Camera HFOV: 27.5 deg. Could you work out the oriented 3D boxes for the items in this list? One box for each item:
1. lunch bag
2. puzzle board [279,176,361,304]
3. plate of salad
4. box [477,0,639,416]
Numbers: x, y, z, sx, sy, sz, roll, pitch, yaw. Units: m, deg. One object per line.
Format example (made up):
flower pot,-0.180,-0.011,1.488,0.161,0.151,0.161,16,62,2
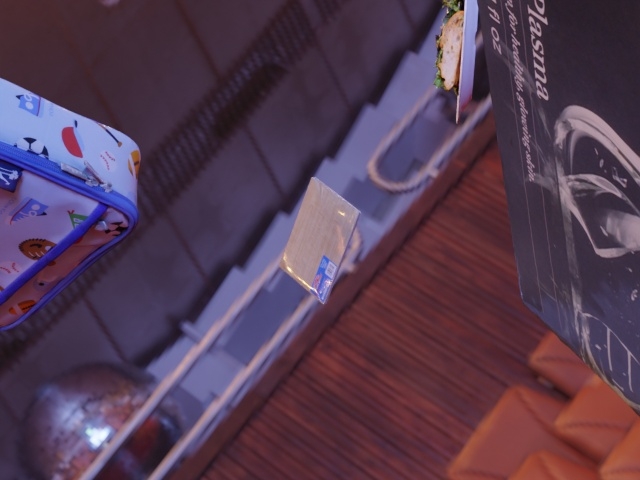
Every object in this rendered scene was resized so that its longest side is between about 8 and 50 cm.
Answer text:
lunch bag,-0.321,-0.026,1.270,0.243,0.115,0.303,26,-44,-34
puzzle board,0.000,0.000,1.601,0.011,0.096,0.128,0,-61,-43
plate of salad,0.157,-0.235,1.522,0.200,0.048,0.200,3,-90,-84
box,0.356,-0.056,0.883,0.297,0.472,0.480,-28,-48,-14
